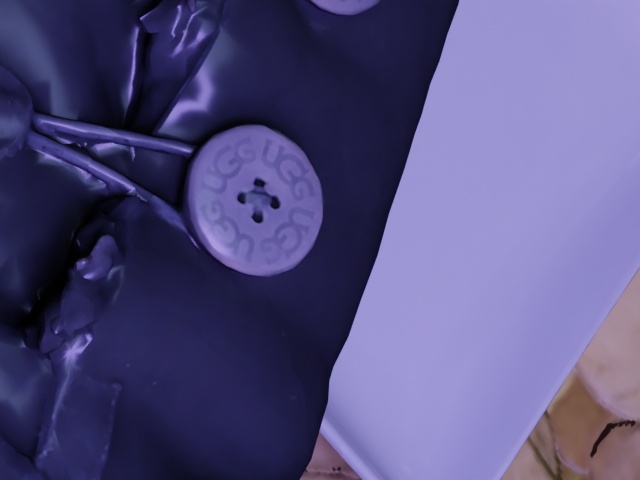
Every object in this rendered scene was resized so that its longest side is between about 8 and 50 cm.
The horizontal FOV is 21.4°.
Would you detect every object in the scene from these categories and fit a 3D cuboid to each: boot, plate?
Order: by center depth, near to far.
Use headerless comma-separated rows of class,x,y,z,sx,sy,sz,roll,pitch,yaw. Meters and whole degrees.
boot,-0.001,-0.001,0.530,0.367,0.146,0.445,33,58,-39
plate,0.025,-0.075,0.646,0.278,0.045,0.277,47,66,-19
